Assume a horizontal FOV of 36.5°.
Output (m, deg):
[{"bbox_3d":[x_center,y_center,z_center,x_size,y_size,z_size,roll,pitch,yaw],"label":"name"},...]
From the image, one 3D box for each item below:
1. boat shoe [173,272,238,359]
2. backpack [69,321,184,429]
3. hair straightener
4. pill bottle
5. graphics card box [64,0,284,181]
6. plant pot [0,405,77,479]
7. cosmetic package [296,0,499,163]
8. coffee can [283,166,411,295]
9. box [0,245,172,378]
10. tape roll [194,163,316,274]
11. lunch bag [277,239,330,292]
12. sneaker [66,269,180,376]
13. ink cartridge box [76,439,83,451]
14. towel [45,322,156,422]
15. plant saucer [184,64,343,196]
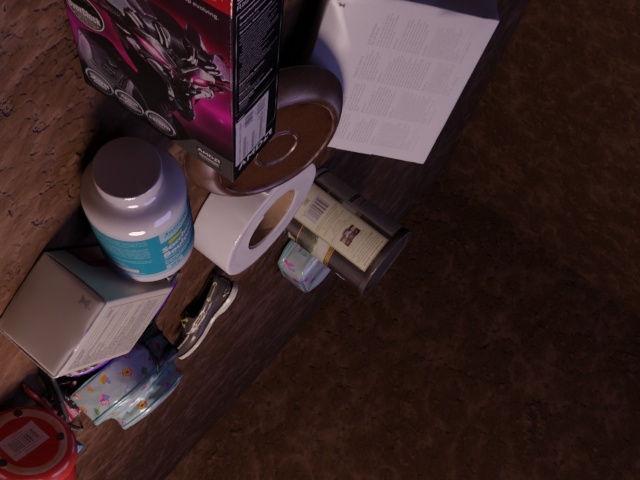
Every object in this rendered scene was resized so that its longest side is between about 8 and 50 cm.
[{"bbox_3d":[-0.279,0.171,2.218,0.227,0.069,0.081,-53,-156,12],"label":"boat shoe"},{"bbox_3d":[-0.353,0.256,1.758,0.166,0.144,0.188,-37,177,24],"label":"backpack"},{"bbox_3d":[-0.460,0.285,1.752,0.089,0.047,0.230,-46,152,-20],"label":"hair straightener"},{"bbox_3d":[-0.259,-0.047,1.380,0.146,0.146,0.264,-49,169,-18],"label":"pill bottle"},{"bbox_3d":[-0.155,-0.230,0.999,0.094,0.233,0.371,-53,171,-20],"label":"graphics card box"},{"bbox_3d":[-0.507,0.395,1.656,0.191,0.191,0.174,-40,161,-48],"label":"plant pot"},{"bbox_3d":[0.110,-0.309,1.727,0.377,0.285,0.097,115,-22,-51],"label":"cosmetic package"},{"bbox_3d":[0.060,-0.024,2.429,0.201,0.275,0.201,-49,169,-13],"label":"coffee can"},{"bbox_3d":[-0.357,0.101,1.498,0.148,0.127,0.232,-54,169,11],"label":"box"},{"bbox_3d":[-0.133,-0.070,1.952,0.286,0.100,0.286,-49,169,-13],"label":"tape roll"},{"bbox_3d":[0.000,0.000,2.708,0.279,0.108,0.224,-52,164,-9],"label":"lunch bag"},{"bbox_3d":[-0.347,0.135,1.715,0.293,0.102,0.146,-49,169,-19],"label":"sneaker"},{"bbox_3d":[-0.549,0.428,1.922,0.104,0.060,0.180,-50,169,-8],"label":"ink cartridge box"},{"bbox_3d":[-0.424,0.235,1.908,0.275,0.031,0.199,-48,168,-20],"label":"towel"},{"bbox_3d":[-0.085,-0.172,1.670,0.311,0.050,0.310,-28,157,-13],"label":"plant saucer"}]
